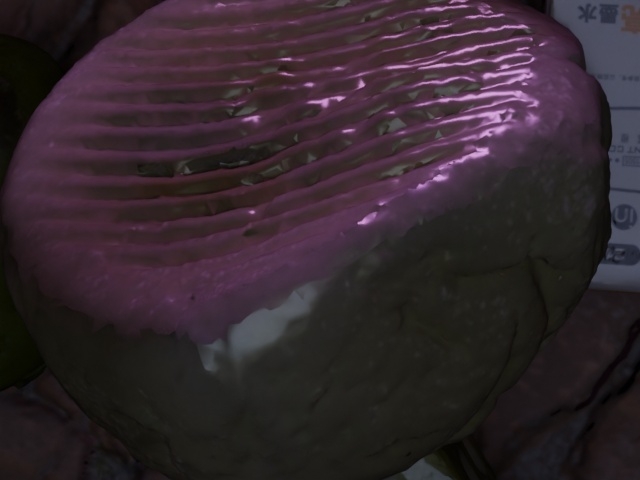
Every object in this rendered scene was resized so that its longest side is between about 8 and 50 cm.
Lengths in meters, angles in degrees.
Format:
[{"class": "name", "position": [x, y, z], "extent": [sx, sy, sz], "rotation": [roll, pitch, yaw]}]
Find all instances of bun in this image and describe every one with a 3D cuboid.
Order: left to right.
[{"class": "bun", "position": [0.000, 0.000, 1.023], "extent": [0.349, 0.352, 0.227], "rotation": [-7, 134, 13]}]

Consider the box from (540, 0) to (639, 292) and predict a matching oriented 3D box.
[{"class": "box", "position": [0.271, -0.072, 1.128], "extent": [0.274, 0.091, 0.221], "rotation": [1, 99, 4]}]

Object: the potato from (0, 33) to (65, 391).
[{"class": "potato", "position": [-0.233, -0.015, 1.147], "extent": [0.186, 0.148, 0.253], "rotation": [26, 108, 26]}]

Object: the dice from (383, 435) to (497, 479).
[{"class": "dice", "position": [0.030, 0.190, 1.148], "extent": [0.169, 0.166, 0.169], "rotation": [-32, 96, 9]}]
